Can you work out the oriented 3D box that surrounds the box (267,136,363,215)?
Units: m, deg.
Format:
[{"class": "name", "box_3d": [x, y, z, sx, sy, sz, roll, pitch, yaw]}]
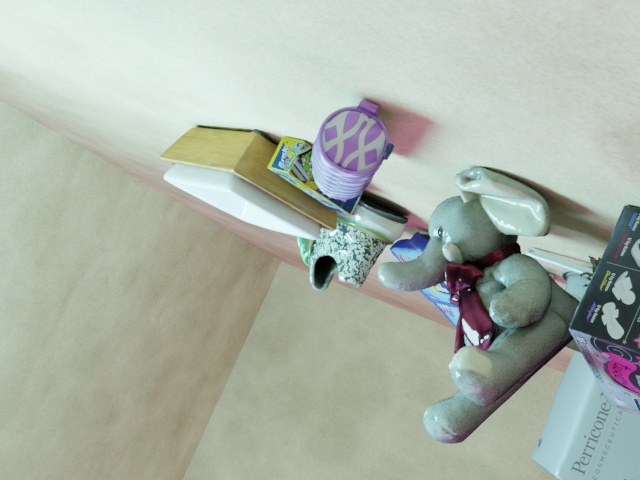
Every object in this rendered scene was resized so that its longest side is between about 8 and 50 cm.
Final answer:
[{"class": "box", "box_3d": [-0.003, -0.101, 1.280, 0.054, 0.059, 0.169, 21, 173, 45]}]

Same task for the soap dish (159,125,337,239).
[{"class": "soap dish", "box_3d": [-0.125, -0.107, 1.414, 0.229, 0.118, 0.291, 29, 172, -35]}]

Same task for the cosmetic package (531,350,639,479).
[{"class": "cosmetic package", "box_3d": [0.715, 0.420, 1.717, 0.394, 0.329, 0.327, 22, 174, 9]}]

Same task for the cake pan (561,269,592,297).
[{"class": "cake pan", "box_3d": [0.510, 0.123, 1.245, 0.293, 0.054, 0.293, 23, 174, 2]}]

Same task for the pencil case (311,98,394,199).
[{"class": "pencil case", "box_3d": [0.033, -0.106, 0.980, 0.086, 0.088, 0.206, 17, 173, -2]}]

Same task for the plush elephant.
[{"class": "plush elephant", "box_3d": [0.203, 0.051, 1.023, 0.255, 0.330, 0.272, 47, 168, 19]}]

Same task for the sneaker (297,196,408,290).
[{"class": "sneaker", "box_3d": [0.000, 0.000, 1.543, 0.158, 0.182, 0.410, 26, 174, -22]}]

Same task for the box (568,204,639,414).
[{"class": "box", "box_3d": [0.393, 0.101, 0.886, 0.142, 0.163, 0.247, 18, 162, 37]}]

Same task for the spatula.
[{"class": "spatula", "box_3d": [0.352, 0.082, 1.132, 0.242, 0.168, 0.019, 23, 146, 46]}]

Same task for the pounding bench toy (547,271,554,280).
[{"class": "pounding bench toy", "box_3d": [0.367, 0.073, 1.373, 0.052, 0.065, 0.083, 21, 142, 29]}]

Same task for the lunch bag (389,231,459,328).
[{"class": "lunch bag", "box_3d": [0.281, 0.076, 1.538, 0.293, 0.138, 0.221, 40, 169, -22]}]
